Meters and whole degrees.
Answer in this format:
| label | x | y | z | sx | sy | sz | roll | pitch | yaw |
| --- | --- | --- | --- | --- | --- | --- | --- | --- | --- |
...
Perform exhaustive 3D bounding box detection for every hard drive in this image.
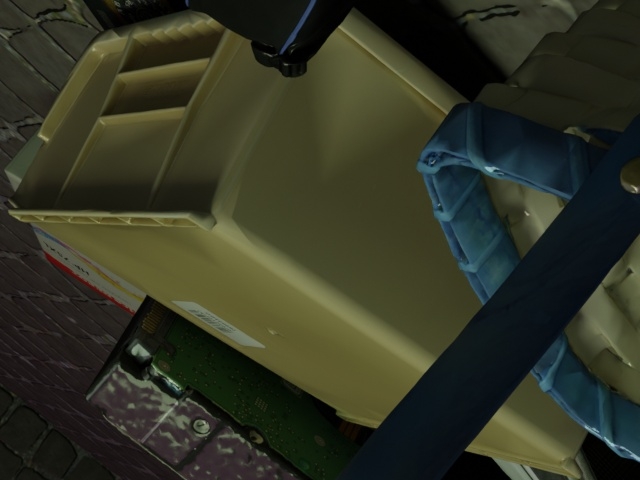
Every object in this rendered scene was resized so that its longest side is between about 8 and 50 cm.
| label | x | y | z | sx | sy | sz | roll | pitch | yaw |
| --- | --- | --- | --- | --- | --- | --- | --- | --- | --- |
| hard drive | 0.022 | 0.132 | 0.995 | 0.339 | 0.237 | 0.064 | 39 | 118 | -9 |

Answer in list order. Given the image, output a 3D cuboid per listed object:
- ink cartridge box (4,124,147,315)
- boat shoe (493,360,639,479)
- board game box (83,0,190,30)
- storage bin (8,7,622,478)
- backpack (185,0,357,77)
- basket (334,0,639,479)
| label | x | y | z | sx | sy | sz | roll | pitch | yaw |
| --- | --- | --- | --- | --- | --- | --- | --- | --- | --- |
| ink cartridge box | -0.159 | -0.005 | 1.185 | 0.134 | 0.078 | 0.231 | 32 | 161 | 13 |
| boat shoe | 0.216 | 0.174 | 0.894 | 0.335 | 0.121 | 0.119 | 42 | 165 | -11 |
| board game box | -0.095 | -0.145 | 0.813 | 0.126 | 0.026 | 0.186 | 20 | 156 | 36 |
| storage bin | 0.000 | 0.000 | 0.791 | 0.262 | 0.123 | 0.260 | 34 | 165 | -28 |
| backpack | -0.003 | -0.137 | 0.537 | 0.084 | 0.114 | 0.105 | 36 | 159 | 1 |
| basket | 0.127 | 0.055 | 0.497 | 0.201 | 0.289 | 0.255 | 22 | 156 | 35 |
